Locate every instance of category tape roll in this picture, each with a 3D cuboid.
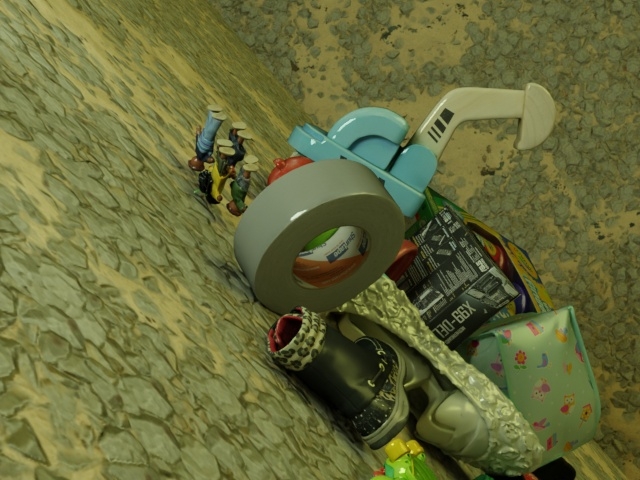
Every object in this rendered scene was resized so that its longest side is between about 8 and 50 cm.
[{"bbox_3d":[0.000,0.000,1.153,0.219,0.219,0.072,36,17,-50],"label":"tape roll"}]

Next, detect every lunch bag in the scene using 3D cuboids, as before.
[{"bbox_3d":[0.362,0.266,1.543,0.223,0.160,0.262,-13,88,-35],"label":"lunch bag"}]

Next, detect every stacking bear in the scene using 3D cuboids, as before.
[{"bbox_3d":[0.017,-0.031,1.554,0.289,0.164,0.175,46,9,16],"label":"stacking bear"}]

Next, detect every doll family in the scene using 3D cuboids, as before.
[{"bbox_3d":[-0.148,-0.112,1.297,0.076,0.111,0.193,8,40,-18],"label":"doll family"}]

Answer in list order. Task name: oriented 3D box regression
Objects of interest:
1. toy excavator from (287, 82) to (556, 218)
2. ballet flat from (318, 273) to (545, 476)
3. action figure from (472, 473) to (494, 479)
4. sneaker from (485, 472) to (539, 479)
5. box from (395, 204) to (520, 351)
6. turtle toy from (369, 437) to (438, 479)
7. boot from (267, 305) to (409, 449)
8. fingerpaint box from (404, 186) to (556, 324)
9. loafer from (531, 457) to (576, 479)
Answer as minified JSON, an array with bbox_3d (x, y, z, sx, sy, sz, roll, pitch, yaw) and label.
[{"bbox_3d":[0.175,-0.182,1.720,0.433,0.445,0.222,30,12,0],"label":"toy excavator"},{"bbox_3d":[0.145,0.215,1.298,0.409,0.147,0.147,46,10,7],"label":"ballet flat"},{"bbox_3d":[0.254,0.371,1.208,0.137,0.063,0.232,27,0,-2],"label":"action figure"},{"bbox_3d":[0.343,0.440,1.284,0.145,0.090,0.270,41,9,-24],"label":"sneaker"},{"bbox_3d":[0.199,0.087,1.591,0.076,0.242,0.307,44,10,-21],"label":"box"},{"bbox_3d":[0.091,0.268,0.946,0.095,0.066,0.130,53,12,27],"label":"turtle toy"},{"bbox_3d":[0.021,0.139,1.098,0.178,0.085,0.236,43,11,-14],"label":"boot"},{"bbox_3d":[0.338,0.126,1.872,0.371,0.163,0.444,30,28,-28],"label":"fingerpaint box"},{"bbox_3d":[0.426,0.424,1.767,0.220,0.080,0.078,48,-1,-29],"label":"loafer"}]
